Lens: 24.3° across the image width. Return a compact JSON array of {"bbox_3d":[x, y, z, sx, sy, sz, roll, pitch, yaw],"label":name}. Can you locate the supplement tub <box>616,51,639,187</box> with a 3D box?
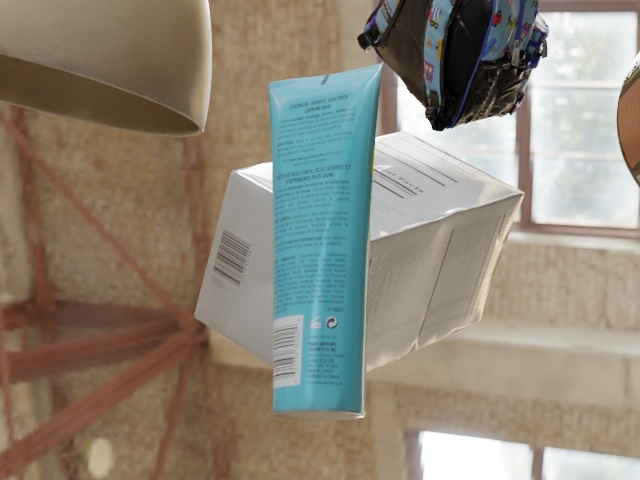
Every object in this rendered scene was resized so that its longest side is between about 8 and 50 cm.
[{"bbox_3d":[0.346,-0.112,1.171,0.316,0.194,0.193,100,178,-82],"label":"supplement tub"}]

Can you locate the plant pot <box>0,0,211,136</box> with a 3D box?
[{"bbox_3d":[-0.209,-0.211,1.178,0.284,0.284,0.190,23,-101,-63],"label":"plant pot"}]

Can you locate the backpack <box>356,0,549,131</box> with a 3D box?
[{"bbox_3d":[0.126,-0.205,1.283,0.117,0.158,0.173,-12,-44,-30],"label":"backpack"}]

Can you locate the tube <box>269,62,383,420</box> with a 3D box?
[{"bbox_3d":[0.000,0.000,0.866,0.052,0.080,0.207,22,-114,-60],"label":"tube"}]

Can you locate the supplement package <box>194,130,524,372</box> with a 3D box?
[{"bbox_3d":[0.036,0.010,1.222,0.244,0.134,0.139,-17,-50,-52],"label":"supplement package"}]
